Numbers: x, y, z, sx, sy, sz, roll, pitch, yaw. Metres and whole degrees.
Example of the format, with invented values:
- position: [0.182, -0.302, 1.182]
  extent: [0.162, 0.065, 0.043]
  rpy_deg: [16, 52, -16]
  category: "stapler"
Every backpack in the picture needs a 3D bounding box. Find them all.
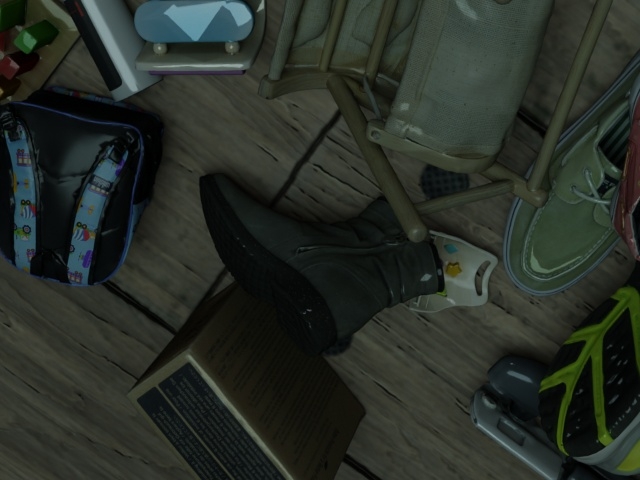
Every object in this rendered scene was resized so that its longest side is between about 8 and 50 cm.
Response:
- position: [-0.239, -0.050, 1.506]
  extent: [0.158, 0.117, 0.173]
  rpy_deg: [12, 108, 7]
  category: "backpack"

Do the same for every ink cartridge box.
- position: [-0.065, 0.157, 1.471]
  extent: [0.088, 0.235, 0.193]
  rpy_deg: [-36, 96, 19]
  category: "ink cartridge box"

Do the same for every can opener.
- position: [0.271, 0.221, 1.502]
  extent: [0.283, 0.076, 0.095]
  rpy_deg: [36, 122, -2]
  category: "can opener"

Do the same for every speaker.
- position: [-0.206, -0.206, 1.487]
  extent: [0.055, 0.055, 0.136]
  rpy_deg: [-23, 101, 17]
  category: "speaker"

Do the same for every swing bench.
- position: [0.097, -0.183, 1.332]
  extent: [0.255, 0.165, 0.253]
  rpy_deg: [47, 136, 34]
  category: "swing bench"

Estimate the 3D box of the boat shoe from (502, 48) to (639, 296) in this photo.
- position: [0.263, -0.071, 1.412]
  extent: [0.109, 0.094, 0.302]
  rpy_deg: [32, 109, 1]
  category: "boat shoe"

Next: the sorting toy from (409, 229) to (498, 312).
- position: [0.132, 0.032, 1.499]
  extent: [0.075, 0.045, 0.083]
  rpy_deg: [14, 108, -1]
  category: "sorting toy"

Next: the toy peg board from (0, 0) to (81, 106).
- position: [-0.346, -0.196, 1.504]
  extent: [0.161, 0.079, 0.161]
  rpy_deg: [40, 109, -2]
  category: "toy peg board"

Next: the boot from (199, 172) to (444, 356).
- position: [0.000, 0.000, 1.485]
  extent: [0.161, 0.246, 0.083]
  rpy_deg: [-27, 142, -20]
  category: "boot"

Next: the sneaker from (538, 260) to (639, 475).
- position: [0.365, 0.056, 1.428]
  extent: [0.147, 0.145, 0.385]
  rpy_deg: [32, 104, -40]
  category: "sneaker"

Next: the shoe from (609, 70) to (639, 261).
- position: [0.294, -0.070, 1.314]
  extent: [0.063, 0.081, 0.178]
  rpy_deg: [8, 113, -6]
  category: "shoe"

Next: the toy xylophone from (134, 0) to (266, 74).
- position: [-0.091, -0.316, 1.417]
  extent: [0.236, 0.081, 0.323]
  rpy_deg: [-8, 105, 13]
  category: "toy xylophone"
